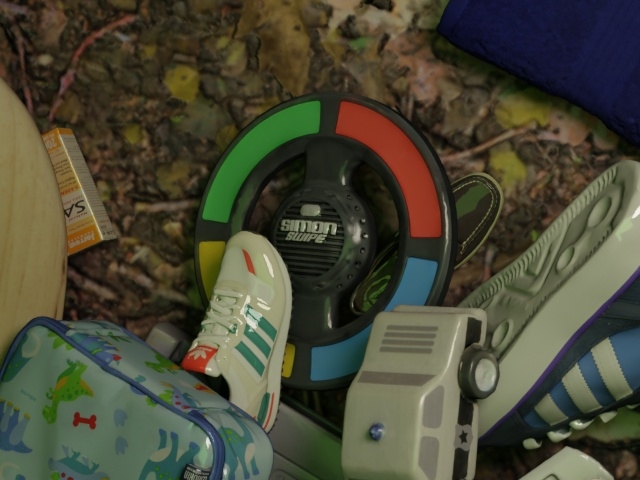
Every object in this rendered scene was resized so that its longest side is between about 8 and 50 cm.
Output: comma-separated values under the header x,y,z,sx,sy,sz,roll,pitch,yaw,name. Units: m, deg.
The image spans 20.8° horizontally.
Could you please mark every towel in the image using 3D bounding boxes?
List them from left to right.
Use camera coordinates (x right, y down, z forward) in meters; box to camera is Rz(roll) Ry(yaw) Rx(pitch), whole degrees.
x,y,z,sx,sy,sz,roll,pitch,yaw,name
0.261,-0.177,1.274,0.308,0.076,0.227,31,126,8,towel

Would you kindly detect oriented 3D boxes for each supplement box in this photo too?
x,y,z,sx,sy,sz,roll,pitch,yaw,name
-0.214,-0.034,1.404,0.062,0.036,0.098,-24,88,11,supplement box

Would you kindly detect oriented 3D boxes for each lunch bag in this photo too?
x,y,z,sx,sy,sz,roll,pitch,yaw,name
-0.149,0.168,1.252,0.219,0.090,0.176,31,104,32,lunch bag

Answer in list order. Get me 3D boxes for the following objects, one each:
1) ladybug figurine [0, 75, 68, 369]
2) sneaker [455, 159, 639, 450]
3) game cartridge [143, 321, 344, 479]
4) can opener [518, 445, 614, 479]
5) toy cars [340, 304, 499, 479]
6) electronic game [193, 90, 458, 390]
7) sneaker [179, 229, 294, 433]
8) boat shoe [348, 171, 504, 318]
x,y,z,sx,sy,sz,roll,pitch,yaw,name
-0.356,0.047,1.342,0.305,0.162,0.449,15,103,-14,ladybug figurine
0.231,0.101,1.282,0.236,0.130,0.323,28,126,-17,sneaker
-0.033,0.250,1.370,0.355,0.068,0.230,31,101,8,game cartridge
0.100,0.254,1.270,0.283,0.095,0.076,-37,85,9,can opener
-0.001,0.212,1.238,0.393,0.087,0.176,-54,52,21,toy cars
0.000,0.000,1.328,0.229,0.048,0.229,-4,82,31,electronic game
-0.066,0.073,1.298,0.057,0.075,0.161,7,95,36,sneaker
0.082,0.010,1.343,0.056,0.049,0.152,43,101,3,boat shoe
